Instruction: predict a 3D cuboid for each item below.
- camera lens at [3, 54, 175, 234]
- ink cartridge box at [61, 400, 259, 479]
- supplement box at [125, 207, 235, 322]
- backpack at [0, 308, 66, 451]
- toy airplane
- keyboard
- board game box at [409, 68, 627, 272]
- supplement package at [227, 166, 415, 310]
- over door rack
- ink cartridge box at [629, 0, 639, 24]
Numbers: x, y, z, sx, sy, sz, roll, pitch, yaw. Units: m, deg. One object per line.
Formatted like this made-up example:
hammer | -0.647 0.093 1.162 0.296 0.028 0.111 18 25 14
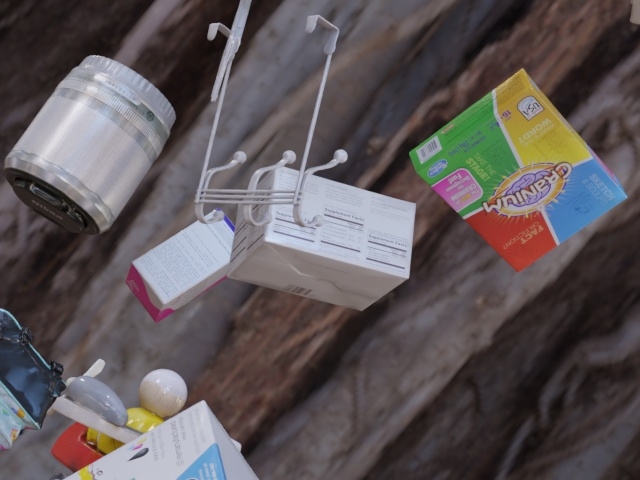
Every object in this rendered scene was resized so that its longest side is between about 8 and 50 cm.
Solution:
camera lens | -0.414 -0.164 2.431 0.219 0.274 0.219 28 -18 10
ink cartridge box | -0.186 0.357 1.500 0.197 0.270 0.198 60 1 -27
supplement box | -0.264 0.050 2.702 0.114 0.220 0.111 51 -27 9
backpack | -0.443 0.180 1.723 0.188 0.144 0.166 -1 -45 41
toy airplane | -0.281 0.350 2.349 0.384 0.272 0.386 13 -23 -2
keyboard | -0.097 -0.214 1.466 0.014 0.072 0.256 23 19 -8
board game box | 0.342 -0.113 2.333 0.316 0.242 0.064 41 21 -34
supplement package | 0.000 0.000 2.339 0.262 0.145 0.204 15 -24 -18
over door rack | -0.074 -0.181 2.139 0.239 0.324 0.108 2 -4 40
ink cartridge box | 0.637 -0.449 2.205 0.233 0.171 0.168 12 -31 16
